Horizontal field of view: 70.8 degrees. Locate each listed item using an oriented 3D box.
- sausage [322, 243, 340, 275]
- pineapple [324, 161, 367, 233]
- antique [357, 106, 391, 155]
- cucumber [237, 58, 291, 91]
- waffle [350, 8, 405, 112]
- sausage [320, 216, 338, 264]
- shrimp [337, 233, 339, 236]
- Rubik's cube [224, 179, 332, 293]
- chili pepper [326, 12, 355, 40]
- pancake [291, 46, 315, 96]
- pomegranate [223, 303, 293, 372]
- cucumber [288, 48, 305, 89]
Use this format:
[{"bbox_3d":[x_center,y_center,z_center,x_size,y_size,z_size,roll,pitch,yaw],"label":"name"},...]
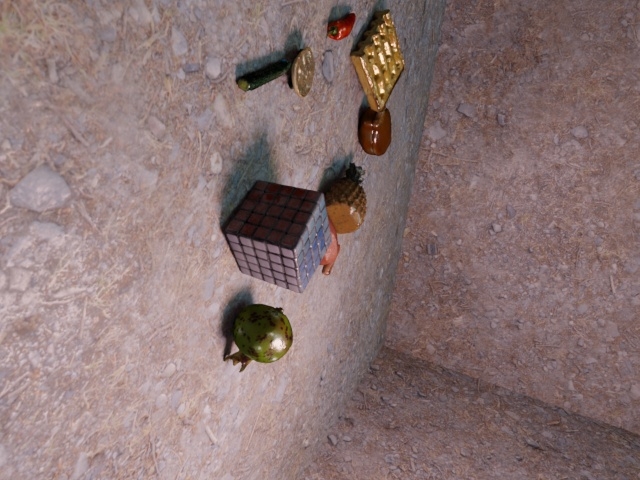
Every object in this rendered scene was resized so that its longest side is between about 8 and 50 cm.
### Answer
[{"bbox_3d":[0.056,0.091,2.181,0.047,0.040,0.176,69,40,-56],"label":"sausage"},{"bbox_3d":[0.125,-0.204,1.961,0.202,0.202,0.362,80,25,-47],"label":"pineapple"},{"bbox_3d":[0.262,-0.526,2.149,0.223,0.129,0.278,-71,158,-8],"label":"antique"},{"bbox_3d":[-0.151,-0.472,1.283,0.256,0.043,0.044,-51,153,-48],"label":"cucumber"},{"bbox_3d":[0.262,-0.776,1.967,0.348,0.078,0.304,-63,143,-28],"label":"waffle"},{"bbox_3d":[0.000,0.000,1.848,0.148,0.148,0.254,-58,152,-37],"label":"sausage"},{"bbox_3d":[0.070,-0.069,2.079,0.317,0.077,0.168,-56,162,-31],"label":"shrimp"},{"bbox_3d":[-0.121,-0.014,1.401,0.237,0.238,0.237,80,32,-51],"label":"Rubik's cube"},{"bbox_3d":[0.080,-0.772,1.634,0.272,0.063,0.071,-55,164,-46],"label":"chili pepper"},{"bbox_3d":[-0.051,-0.531,1.426,0.151,0.025,0.151,-47,145,-49],"label":"pancake"},{"bbox_3d":[-0.206,0.329,1.492,0.263,0.211,0.211,-53,157,-1],"label":"pomegranate"},{"bbox_3d":[-0.075,-0.545,1.437,0.133,0.032,0.032,-71,158,-6],"label":"cucumber"}]
